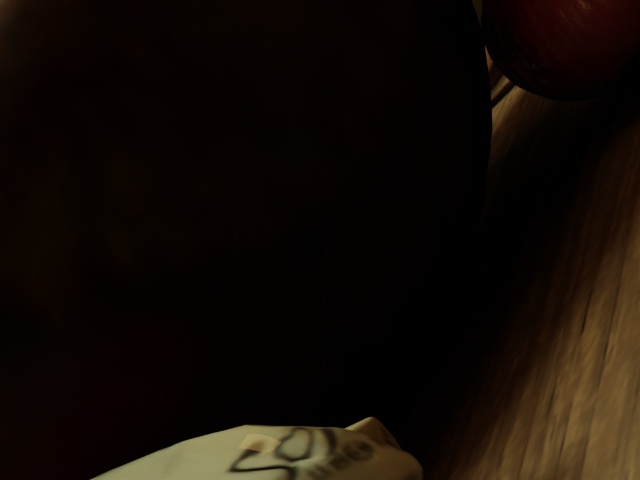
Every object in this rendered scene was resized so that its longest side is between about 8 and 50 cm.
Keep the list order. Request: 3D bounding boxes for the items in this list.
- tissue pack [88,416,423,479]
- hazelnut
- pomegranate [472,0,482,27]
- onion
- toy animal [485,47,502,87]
[{"bbox_3d":[-0.155,0.228,0.423,0.375,0.195,0.390,-34,-10,-39],"label":"tissue pack"},{"bbox_3d":[-0.108,-0.028,0.665,0.429,0.402,0.402,-50,2,-22],"label":"hazelnut"},{"bbox_3d":[-0.011,-0.159,1.089,0.319,0.319,0.319,-55,5,7],"label":"pomegranate"},{"bbox_3d":[0.102,-0.141,0.583,0.150,0.140,0.150,-58,6,10],"label":"onion"},{"bbox_3d":[0.125,-0.141,0.861,0.230,0.066,0.224,-138,63,-76],"label":"toy animal"}]
